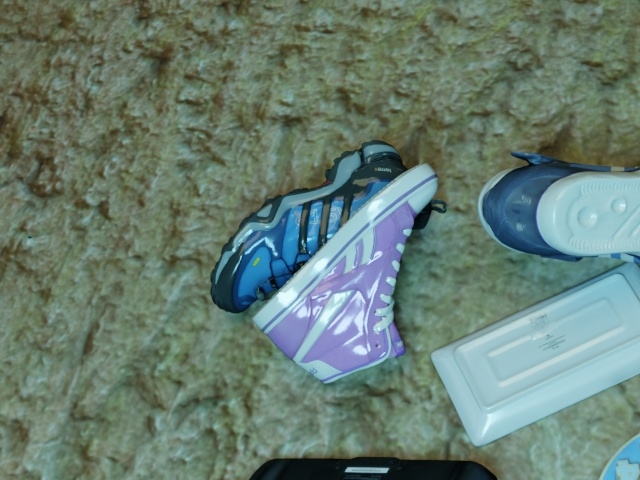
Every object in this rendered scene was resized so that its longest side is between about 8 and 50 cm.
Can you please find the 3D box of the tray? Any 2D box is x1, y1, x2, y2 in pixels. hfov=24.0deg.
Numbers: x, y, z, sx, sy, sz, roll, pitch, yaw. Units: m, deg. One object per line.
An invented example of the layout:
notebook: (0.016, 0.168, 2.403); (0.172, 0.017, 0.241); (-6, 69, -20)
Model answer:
tray: (0.271, 0.122, 1.744); (0.270, 0.030, 0.145); (-25, 50, 0)

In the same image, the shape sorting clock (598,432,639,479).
shape sorting clock: (0.365, 0.251, 1.436); (0.206, 0.040, 0.206); (-8, 49, 10)

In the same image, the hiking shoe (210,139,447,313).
hiking shoe: (0.000, 0.000, 1.877); (0.304, 0.113, 0.132); (-38, 58, -5)

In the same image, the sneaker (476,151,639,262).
sneaker: (0.345, -0.035, 1.773); (0.323, 0.130, 0.236); (2, 5, -22)

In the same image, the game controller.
game controller: (0.034, 0.297, 1.631); (0.319, 0.067, 0.166); (-4, 25, 33)

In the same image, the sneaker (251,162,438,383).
sneaker: (0.071, 0.048, 1.790); (0.161, 0.102, 0.282); (44, 99, 3)
